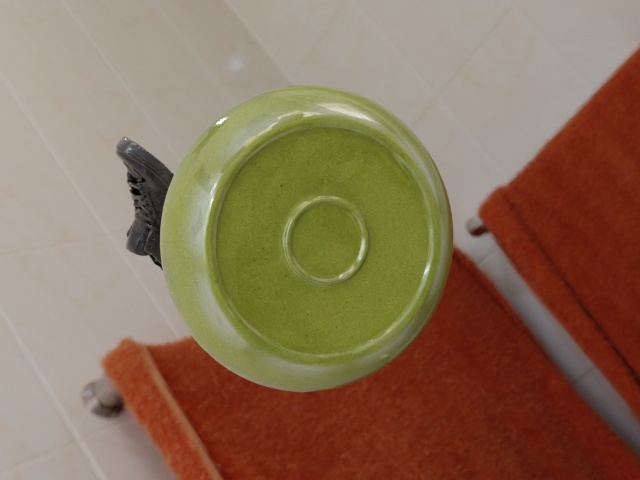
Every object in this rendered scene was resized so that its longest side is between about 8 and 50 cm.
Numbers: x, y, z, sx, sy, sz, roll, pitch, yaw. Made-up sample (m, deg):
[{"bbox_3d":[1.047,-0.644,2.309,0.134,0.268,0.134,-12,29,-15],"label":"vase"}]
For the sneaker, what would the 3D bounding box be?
[{"bbox_3d":[-0.165,-0.021,0.931,0.089,0.051,0.170,-49,-46,-6],"label":"sneaker"}]

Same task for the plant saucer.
[{"bbox_3d":[0.000,0.000,0.714,0.241,0.241,0.037,-33,12,-13],"label":"plant saucer"}]
